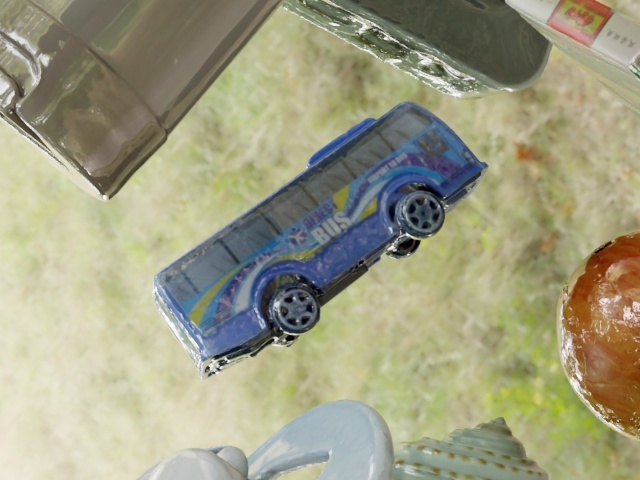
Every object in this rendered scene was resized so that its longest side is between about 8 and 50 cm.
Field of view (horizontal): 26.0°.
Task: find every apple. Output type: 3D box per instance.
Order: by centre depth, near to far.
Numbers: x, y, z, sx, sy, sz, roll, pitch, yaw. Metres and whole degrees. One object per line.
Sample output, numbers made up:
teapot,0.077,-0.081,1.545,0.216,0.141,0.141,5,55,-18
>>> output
apple,0.220,0.057,0.893,0.146,0.146,0.146,38,172,6

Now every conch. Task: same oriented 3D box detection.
conch,0.085,0.209,0.906,0.172,0.200,0.131,19,-160,-37

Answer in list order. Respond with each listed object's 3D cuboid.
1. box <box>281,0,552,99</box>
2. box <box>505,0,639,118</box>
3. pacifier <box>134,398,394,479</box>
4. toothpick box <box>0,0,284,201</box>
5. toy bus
box,0.075,-0.368,1.251,0.395,0.397,0.111,24,164,-24
box,0.241,-0.104,0.977,0.235,0.034,0.132,29,-171,-41
pacifier,-0.029,0.239,0.746,0.233,0.299,0.244,39,148,-12
toothpick box,-0.088,-0.118,0.683,0.111,0.181,0.111,39,171,7
toy bus,-0.001,-0.002,0.930,0.094,0.236,0.079,53,164,3
